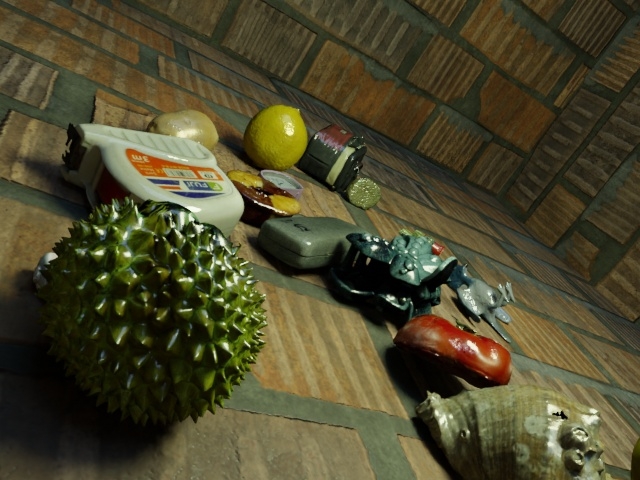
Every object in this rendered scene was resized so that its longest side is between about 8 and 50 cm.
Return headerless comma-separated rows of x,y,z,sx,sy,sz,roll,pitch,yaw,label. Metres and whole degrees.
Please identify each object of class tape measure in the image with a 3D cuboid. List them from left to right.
-0.288,-0.091,0.973,0.258,0.130,0.265,-2,45,-52,tape measure

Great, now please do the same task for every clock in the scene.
-0.120,-0.145,1.433,0.110,0.050,0.152,42,23,24,clock

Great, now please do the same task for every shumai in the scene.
0.129,-0.163,1.794,0.123,0.099,0.087,22,7,-32,shumai

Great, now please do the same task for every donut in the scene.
-0.140,-0.090,1.251,0.183,0.073,0.166,14,28,-38,donut

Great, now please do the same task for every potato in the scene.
-0.326,-0.248,1.287,0.109,0.119,0.178,5,16,39,potato

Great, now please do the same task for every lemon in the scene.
-0.124,-0.291,1.548,0.178,0.203,0.178,39,5,-4,lemon

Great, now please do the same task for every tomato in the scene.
0.262,0.201,1.033,0.227,0.101,0.228,26,-9,4,tomato

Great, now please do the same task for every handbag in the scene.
0.057,-0.282,1.818,0.181,0.181,0.254,32,23,4,handbag

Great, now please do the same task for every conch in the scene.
0.340,0.322,0.857,0.352,0.210,0.297,45,16,27,conch

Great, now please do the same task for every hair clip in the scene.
0.175,0.082,1.209,0.206,0.195,0.310,32,19,33,hair clip

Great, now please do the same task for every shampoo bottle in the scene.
-0.324,0.050,0.716,0.099,0.043,0.072,12,31,-42,shampoo bottle

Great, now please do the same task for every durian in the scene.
-0.184,0.083,0.625,0.291,0.225,0.291,32,-15,9,durian

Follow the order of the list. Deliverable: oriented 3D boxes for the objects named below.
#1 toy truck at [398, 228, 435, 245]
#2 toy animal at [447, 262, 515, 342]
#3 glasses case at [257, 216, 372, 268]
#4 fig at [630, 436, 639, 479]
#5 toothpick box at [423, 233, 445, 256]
0.271,0.010,1.620,0.100,0.077,0.169,40,23,11,toy truck
0.458,0.170,1.542,0.239,0.176,0.256,6,68,-44,toy animal
0.000,0.000,1.228,0.131,0.074,0.323,27,16,27,glasses case
0.721,0.474,0.930,0.343,0.344,0.343,28,21,-12,fig
0.356,0.017,1.767,0.083,0.047,0.047,36,21,9,toothpick box
